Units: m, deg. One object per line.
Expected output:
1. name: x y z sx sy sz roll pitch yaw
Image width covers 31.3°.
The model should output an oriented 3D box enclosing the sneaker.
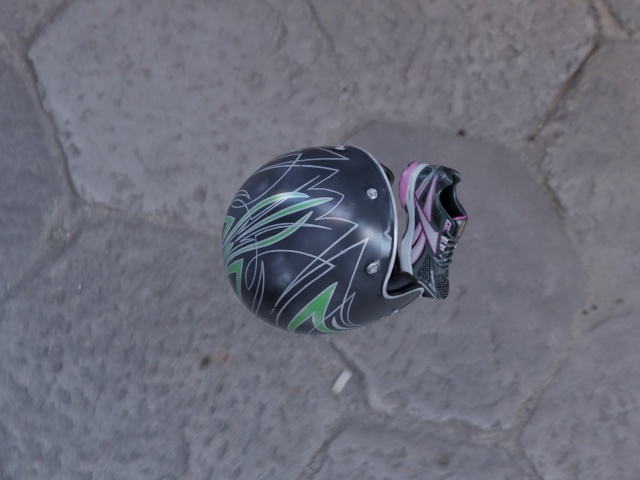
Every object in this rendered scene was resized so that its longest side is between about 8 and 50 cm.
1. sneaker: 0.146 -0.010 1.426 0.072 0.077 0.178 -21 107 -49

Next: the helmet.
1. helmet: 0.000 0.000 0.945 0.170 0.161 0.169 -7 75 27
